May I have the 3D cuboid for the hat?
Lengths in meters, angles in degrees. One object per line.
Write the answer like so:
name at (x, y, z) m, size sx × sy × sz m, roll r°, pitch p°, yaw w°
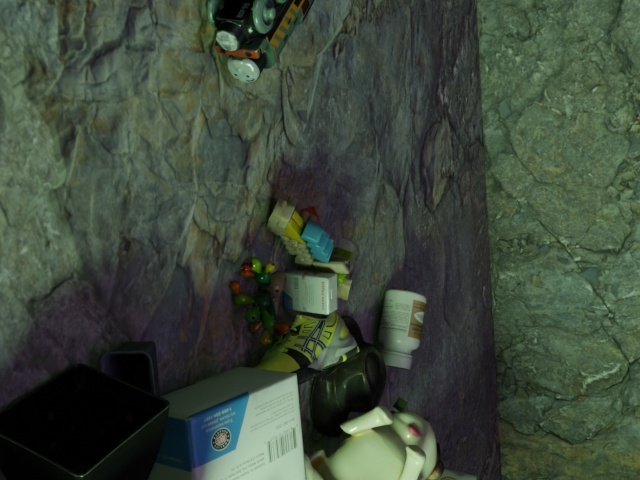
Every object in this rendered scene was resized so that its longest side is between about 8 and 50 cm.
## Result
hat at (0.101, 0.374, 1.968) m, size 0.331 × 0.134 × 0.331 m, roll -16°, pitch 108°, yaw -61°

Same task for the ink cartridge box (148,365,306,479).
ink cartridge box at (-0.173, 0.467, 1.356) m, size 0.285 × 0.166 × 0.394 m, roll -11°, pitch 98°, yaw -51°

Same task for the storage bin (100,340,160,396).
storage bin at (-0.317, 0.235, 1.222) m, size 0.091 × 0.098 × 0.135 m, roll -87°, pitch 175°, yaw -78°

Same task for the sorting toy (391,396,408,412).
sorting toy at (0.178, 0.590, 2.137) m, size 0.196 × 0.047 × 0.347 m, roll -54°, pitch -178°, yaw 29°

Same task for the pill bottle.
pill bottle at (0.244, 0.273, 2.220) m, size 0.131 × 0.131 × 0.229 m, roll 31°, pitch 67°, yaw -59°

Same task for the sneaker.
sneaker at (-0.064, 0.260, 1.679) m, size 0.385 × 0.145 × 0.147 m, roll -17°, pitch 78°, yaw -58°

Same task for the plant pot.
plant pot at (-0.352, 0.322, 1.075) m, size 0.188 × 0.187 × 0.167 m, roll -35°, pitch 136°, yaw -56°

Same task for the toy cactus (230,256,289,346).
toy cactus at (-0.113, 0.118, 1.580) m, size 0.180 × 0.112 × 0.219 m, roll -55°, pitch 132°, yaw -58°

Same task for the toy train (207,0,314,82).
toy train at (-0.108, -0.472, 1.454) m, size 0.190 × 0.142 × 0.334 m, roll 71°, pitch 35°, yaw -54°

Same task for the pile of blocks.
pile of blocks at (0.000, 0.000, 1.703) m, size 0.362 × 0.149 × 0.112 m, roll 57°, pitch 46°, yaw -48°

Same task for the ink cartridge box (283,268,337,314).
ink cartridge box at (-0.023, 0.120, 1.704) m, size 0.052 × 0.122 × 0.088 m, roll -20°, pitch 112°, yaw -59°

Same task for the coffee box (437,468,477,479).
coffee box at (0.246, 0.872, 2.096) m, size 0.334 × 0.338 × 0.338 m, roll -28°, pitch 118°, yaw -58°

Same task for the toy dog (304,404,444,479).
toy dog at (0.145, 0.596, 1.845) m, size 0.408 × 0.284 × 0.395 m, roll -29°, pitch 140°, yaw -34°
